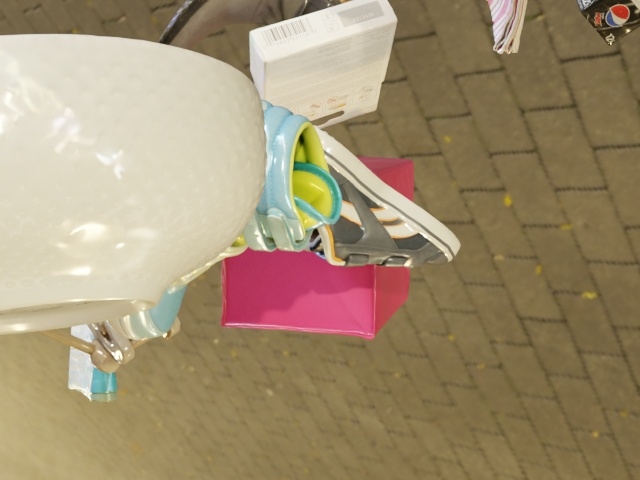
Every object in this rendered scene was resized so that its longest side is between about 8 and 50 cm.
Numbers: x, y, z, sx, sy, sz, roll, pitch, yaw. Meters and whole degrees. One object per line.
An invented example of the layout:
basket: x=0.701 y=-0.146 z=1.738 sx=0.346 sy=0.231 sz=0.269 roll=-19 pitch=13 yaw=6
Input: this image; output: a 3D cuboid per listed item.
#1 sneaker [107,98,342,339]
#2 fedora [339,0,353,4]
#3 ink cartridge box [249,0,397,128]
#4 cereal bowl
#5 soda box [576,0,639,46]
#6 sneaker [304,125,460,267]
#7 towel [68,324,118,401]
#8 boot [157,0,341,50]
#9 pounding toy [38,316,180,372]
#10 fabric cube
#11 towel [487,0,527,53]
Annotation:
sneaker: x=-0.095 y=-0.003 z=0.946 sx=0.208 sy=0.127 sz=0.319 roll=20 pitch=125 yaw=7
fedora: x=0.062 y=-0.369 z=1.318 sx=0.194 sy=0.194 sz=0.079 roll=-7 pitch=101 yaw=54
ink cartridge box: x=-0.001 y=-0.222 z=1.289 sx=0.225 sy=0.181 sz=0.056 roll=101 pitch=148 yaw=-69
cereal bowl: x=-0.200 y=-0.014 z=0.672 sx=0.339 sy=0.339 sz=0.141 roll=-22 pitch=74 yaw=58
soda box: x=0.286 y=-0.277 z=0.993 sx=0.053 sy=0.169 sz=0.060 roll=-34 pitch=127 yaw=29
sneaker: x=0.040 y=-0.024 z=1.205 sx=0.321 sy=0.127 sz=0.126 roll=33 pitch=177 yaw=-37
towel: x=-0.353 y=0.058 z=1.527 sx=0.271 sy=0.040 sz=0.370 roll=173 pitch=100 yaw=-67
boot: x=-0.071 y=-0.345 z=1.506 sx=0.223 sy=0.338 sz=0.118 roll=47 pitch=-169 yaw=-19
pounding toy: x=-0.273 y=0.072 z=1.138 sx=0.154 sy=0.155 sz=0.269 roll=32 pitch=143 yaw=45
fabric cube: x=0.000 y=0.000 z=1.562 sx=0.254 sy=0.258 sz=0.259 roll=4 pitch=101 yaw=15
towel: x=0.215 y=-0.328 z=1.137 sx=0.029 sy=0.197 sz=0.144 roll=1 pitch=133 yaw=-2
